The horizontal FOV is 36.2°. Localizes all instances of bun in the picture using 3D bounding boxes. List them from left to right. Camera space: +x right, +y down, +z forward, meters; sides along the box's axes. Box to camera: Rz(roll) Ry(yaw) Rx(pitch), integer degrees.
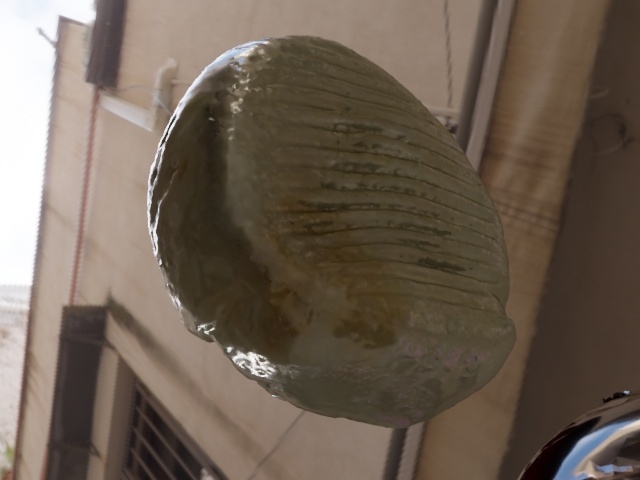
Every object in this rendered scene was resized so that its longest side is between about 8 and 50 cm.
[{"bbox_3d":[0.000,0.000,0.883,0.365,0.365,0.219,19,-42,-32],"label":"bun"}]

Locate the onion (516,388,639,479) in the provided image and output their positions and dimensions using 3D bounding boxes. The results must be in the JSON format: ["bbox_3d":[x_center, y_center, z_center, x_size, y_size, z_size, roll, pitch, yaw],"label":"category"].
[{"bbox_3d":[0.240,0.193,0.468,0.313,0.314,0.232,-8,-72,-27],"label":"onion"}]
